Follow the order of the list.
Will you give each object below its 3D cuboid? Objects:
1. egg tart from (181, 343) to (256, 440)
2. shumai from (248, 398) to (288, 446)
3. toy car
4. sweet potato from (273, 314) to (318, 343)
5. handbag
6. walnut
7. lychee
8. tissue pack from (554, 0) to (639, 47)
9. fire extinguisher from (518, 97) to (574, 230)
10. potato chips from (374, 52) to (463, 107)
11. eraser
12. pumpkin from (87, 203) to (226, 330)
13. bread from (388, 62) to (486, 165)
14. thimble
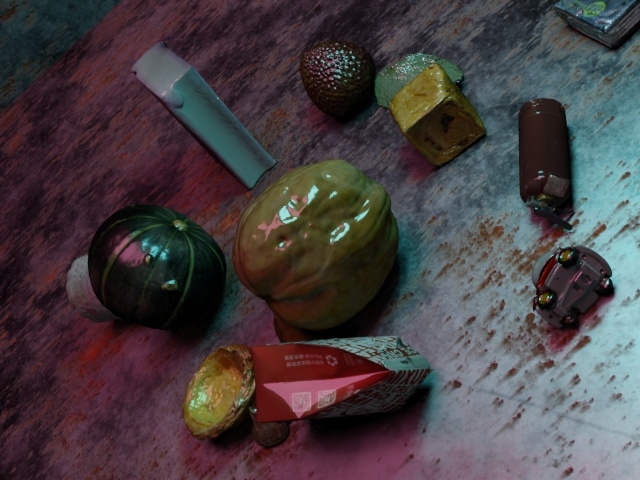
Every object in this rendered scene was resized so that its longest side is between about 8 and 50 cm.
[{"bbox_3d":[-0.191,0.311,1.714,0.212,0.090,0.213,-33,38,30],"label":"egg tart"},{"bbox_3d":[-0.112,0.351,1.628,0.083,0.080,0.082,22,74,47],"label":"shumai"},{"bbox_3d":[0.405,0.067,1.421,0.139,0.112,0.112,-53,24,4],"label":"toy car"},{"bbox_3d":[-0.054,0.182,1.744,0.081,0.062,0.233,-21,38,0],"label":"sweet potato"},{"bbox_3d":[0.036,0.247,1.496,0.298,0.171,0.151,-10,79,35],"label":"handbag"},{"bbox_3d":[0.001,-0.001,1.661,0.306,0.306,0.344,16,58,47],"label":"walnut"},{"bbox_3d":[0.045,-0.408,2.081,0.194,0.194,0.195,-23,44,24],"label":"lychee"},{"bbox_3d":[0.631,-0.521,1.745,0.235,0.073,0.173,-42,41,4],"label":"tissue pack"},{"bbox_3d":[0.427,-0.142,1.584,0.104,0.105,0.269,-17,47,30],"label":"fire extinguisher"},{"bbox_3d":[0.223,-0.368,1.982,0.228,0.059,0.167,-24,53,24],"label":"potato chips"},{"bbox_3d":[-0.300,-0.319,2.152,0.122,0.359,0.272,-44,40,0],"label":"eraser"},{"bbox_3d":[-0.373,0.057,1.936,0.323,0.323,0.242,48,120,51],"label":"pumpkin"},{"bbox_3d":[0.245,-0.267,1.804,0.158,0.149,0.143,-32,38,15],"label":"bread"},{"bbox_3d":[-0.522,0.102,2.120,0.149,0.185,0.211,-15,32,31],"label":"thimble"}]
